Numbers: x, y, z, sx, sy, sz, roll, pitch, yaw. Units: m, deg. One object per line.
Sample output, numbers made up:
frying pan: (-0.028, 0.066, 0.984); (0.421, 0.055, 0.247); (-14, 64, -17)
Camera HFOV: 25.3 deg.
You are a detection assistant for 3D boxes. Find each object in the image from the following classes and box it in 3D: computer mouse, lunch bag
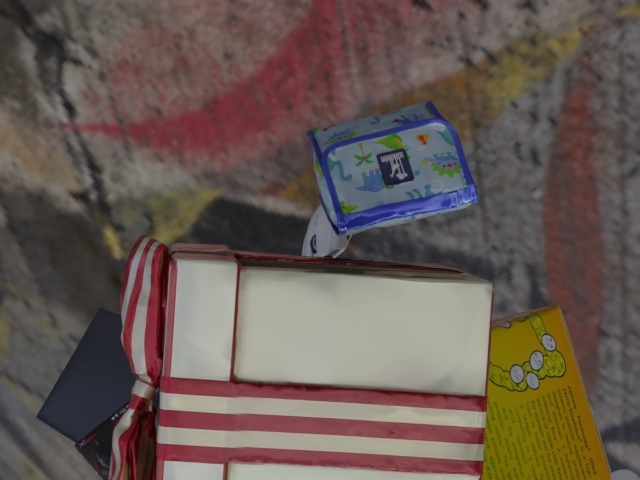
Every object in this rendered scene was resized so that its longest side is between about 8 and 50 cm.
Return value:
computer mouse: (0.000, 0.000, 1.639); (0.042, 0.193, 0.106); (43, 132, -15)
lunch bag: (0.063, -0.058, 1.290); (0.151, 0.129, 0.096); (-109, 6, -61)

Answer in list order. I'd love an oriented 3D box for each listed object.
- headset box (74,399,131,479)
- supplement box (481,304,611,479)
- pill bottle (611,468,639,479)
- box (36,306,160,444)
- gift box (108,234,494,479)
headset box: (-0.155, 0.186, 1.194); (0.083, 0.062, 0.032); (44, 164, 26)
supplement box: (0.090, 0.205, 1.404); (0.194, 0.356, 0.195); (-19, 85, 45)
pill bottle: (0.414, 0.359, 1.770); (0.169, 0.094, 0.094); (42, 157, -26)
box: (-0.152, 0.237, 1.789); (0.294, 0.182, 0.296); (32, 169, -28)
gift box: (-0.028, 0.131, 1.080); (0.258, 0.255, 0.276); (4, 177, -7)
